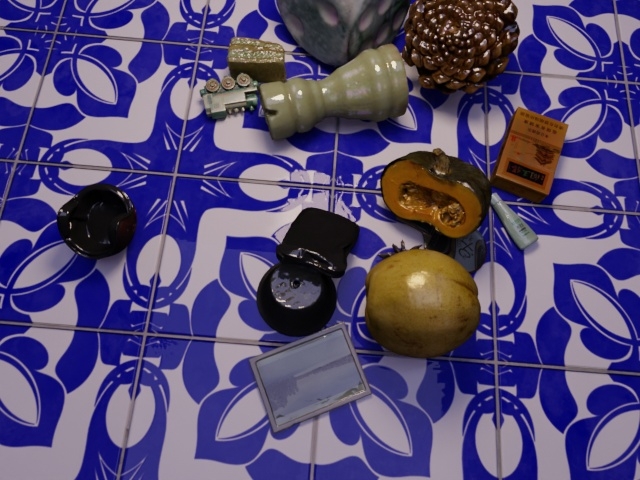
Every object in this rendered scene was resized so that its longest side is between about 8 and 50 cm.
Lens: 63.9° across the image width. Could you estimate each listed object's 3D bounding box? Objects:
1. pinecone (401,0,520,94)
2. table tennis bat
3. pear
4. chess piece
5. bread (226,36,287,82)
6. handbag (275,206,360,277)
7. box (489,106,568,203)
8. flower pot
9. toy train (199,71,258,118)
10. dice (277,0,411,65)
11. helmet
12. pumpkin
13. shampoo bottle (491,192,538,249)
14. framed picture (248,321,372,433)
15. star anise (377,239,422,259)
[{"bbox_3d":[0.450,-0.651,1.653,0.383,0.384,0.385,1,71,-2],"label":"pinecone"},{"bbox_3d":[0.368,-0.012,1.571,0.301,0.022,0.173,31,71,7],"label":"table tennis bat"},{"bbox_3d":[0.265,0.167,1.360,0.313,0.314,0.315,1,71,-2],"label":"pear"},{"bbox_3d":[0.036,-0.447,1.611,0.441,0.234,0.234,-16,72,-3],"label":"chess piece"},{"bbox_3d":[-0.206,-0.591,1.691,0.196,0.138,0.102,4,80,-1],"label":"bread"},{"bbox_3d":[0.000,0.001,1.437,0.191,0.075,0.332,20,29,4],"label":"handbag"},{"bbox_3d":[0.668,-0.275,1.645,0.174,0.076,0.274,22,71,7],"label":"box"},{"bbox_3d":[-0.067,0.139,1.434,0.235,0.148,0.236,1,69,-2],"label":"flower pot"},{"bbox_3d":[-0.292,-0.469,1.678,0.193,0.081,0.125,-12,82,-9],"label":"toy train"},{"bbox_3d":[0.082,-0.798,1.662,0.348,0.330,0.328,41,71,14],"label":"dice"},{"bbox_3d":[-0.621,-0.052,1.453,0.189,0.193,0.216,12,82,-1],"label":"helmet"},{"bbox_3d":[0.358,-0.171,1.501,0.324,0.242,0.232,27,42,24],"label":"pumpkin"},{"bbox_3d":[0.588,-0.064,1.586,0.069,0.041,0.191,-31,74,-7],"label":"shampoo bottle"},{"bbox_3d":[-0.029,0.374,1.419,0.288,0.016,0.213,-19,74,-9],"label":"framed picture"},{"bbox_3d":[0.232,0.053,1.522,0.129,0.056,0.124,11,71,1],"label":"star anise"}]
